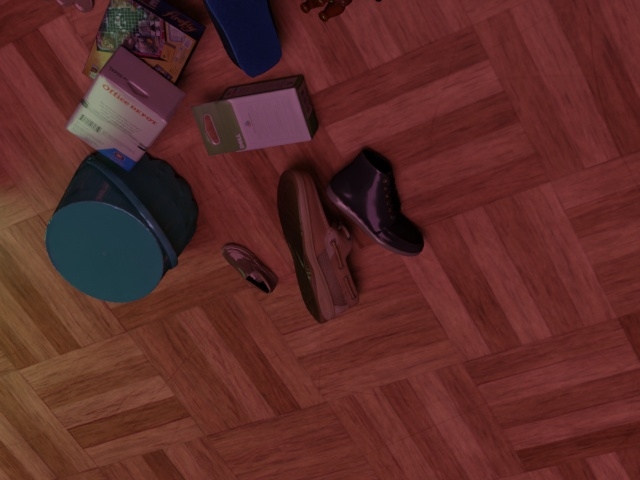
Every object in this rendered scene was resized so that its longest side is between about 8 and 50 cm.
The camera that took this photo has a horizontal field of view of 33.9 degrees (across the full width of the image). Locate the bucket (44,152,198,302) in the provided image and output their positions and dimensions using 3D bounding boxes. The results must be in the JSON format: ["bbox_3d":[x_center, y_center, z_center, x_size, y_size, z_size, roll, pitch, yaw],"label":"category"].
[{"bbox_3d":[-0.393,-0.025,2.066,0.281,0.183,0.281,6,126,9],"label":"bucket"}]

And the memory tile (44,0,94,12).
[{"bbox_3d":[-0.453,-0.486,1.875,0.113,0.012,0.148,15,125,4],"label":"memory tile"}]

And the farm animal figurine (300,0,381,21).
[{"bbox_3d":[0.009,-0.525,1.630,0.330,0.172,0.327,56,160,-22],"label":"farm animal figurine"}]

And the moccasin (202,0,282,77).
[{"bbox_3d":[-0.158,-0.413,1.730,0.138,0.117,0.342,-27,144,-15],"label":"moccasin"}]

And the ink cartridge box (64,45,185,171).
[{"bbox_3d":[-0.357,-0.236,1.916,0.148,0.086,0.203,36,142,-13],"label":"ink cartridge box"}]

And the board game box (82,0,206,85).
[{"bbox_3d":[-0.320,-0.339,1.879,0.165,0.042,0.243,32,143,-8],"label":"board game box"}]

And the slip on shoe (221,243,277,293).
[{"bbox_3d":[-0.147,0.060,2.149,0.135,0.041,0.051,42,123,-15],"label":"slip on shoe"}]

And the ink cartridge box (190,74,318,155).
[{"bbox_3d":[-0.120,-0.229,1.934,0.209,0.062,0.109,-7,121,19],"label":"ink cartridge box"}]

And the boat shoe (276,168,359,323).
[{"bbox_3d":[0.000,0.000,2.042,0.110,0.121,0.341,-23,126,-16],"label":"boat shoe"}]

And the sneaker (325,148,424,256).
[{"bbox_3d":[0.127,-0.067,1.970,0.222,0.083,0.118,37,124,-10],"label":"sneaker"}]
